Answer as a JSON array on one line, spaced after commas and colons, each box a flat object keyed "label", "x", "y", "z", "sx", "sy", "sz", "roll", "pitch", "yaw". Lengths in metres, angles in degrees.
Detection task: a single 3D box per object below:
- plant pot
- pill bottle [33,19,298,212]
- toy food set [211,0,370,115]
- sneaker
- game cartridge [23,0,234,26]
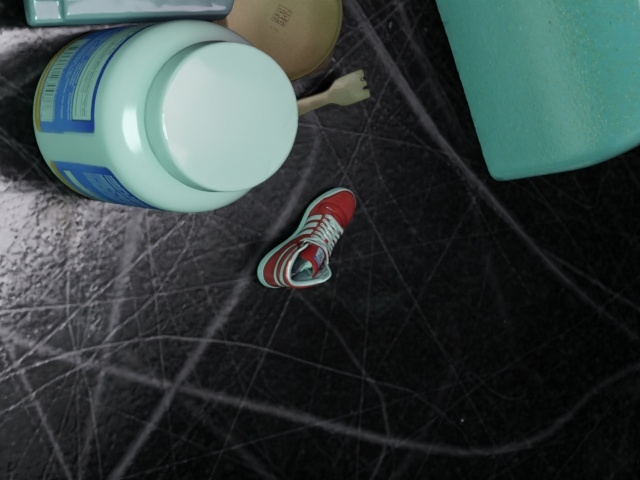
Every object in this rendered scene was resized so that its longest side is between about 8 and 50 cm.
[{"label": "plant pot", "x": 0.282, "y": -0.205, "z": 1.688, "sx": 0.247, "sy": 0.252, "sz": 0.248, "roll": -24, "pitch": 103, "yaw": -22}, {"label": "pill bottle", "x": -0.122, "y": -0.099, "z": 1.488, "sx": 0.152, "sy": 0.272, "sz": 0.152, "roll": -2, "pitch": 95, "yaw": -26}, {"label": "toy food set", "x": -0.036, "y": -0.203, "z": 1.658, "sx": 0.132, "sy": 0.038, "sz": 0.192, "roll": -20, "pitch": 107, "yaw": -16}, {"label": "sneaker", "x": 0.000, "y": 0.000, "z": 1.667, "sx": 0.118, "sy": 0.067, "sz": 0.042, "roll": -47, "pitch": 112, "yaw": -15}, {"label": "game cartridge", "x": -0.158, "y": -0.329, "z": 1.553, "sx": 0.198, "sy": 0.062, "sz": 0.297, "roll": -4, "pitch": 89, "yaw": -24}]
